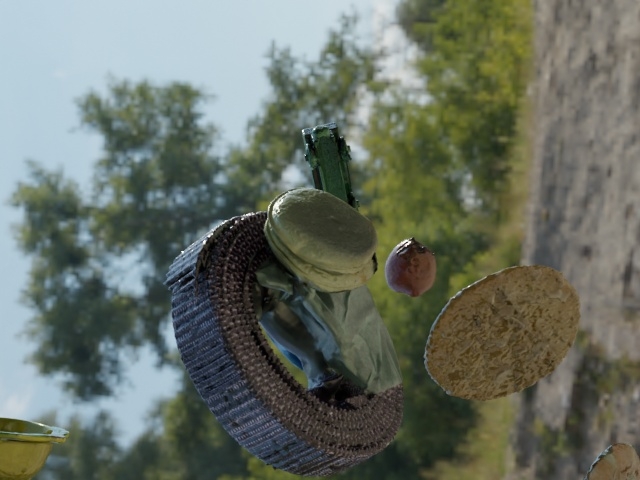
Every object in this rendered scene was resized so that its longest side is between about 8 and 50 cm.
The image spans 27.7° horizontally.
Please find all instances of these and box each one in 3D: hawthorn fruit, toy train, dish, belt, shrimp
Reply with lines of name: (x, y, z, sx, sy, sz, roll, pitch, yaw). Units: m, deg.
hawthorn fruit: (0.141, 0.036, 1.986, 0.081, 0.081, 0.093, -67, -10, -54)
toy train: (0.014, -0.097, 1.917, 0.099, 0.070, 0.172, -108, 6, -63)
dish: (-0.399, 0.262, 1.584, 0.149, 0.208, 0.080, 8, -92, -60)
belt: (-0.032, 0.120, 1.519, 0.325, 0.122, 0.260, 55, -139, -1)
shrimp: (0.315, 0.391, 1.570, 0.164, 0.062, 0.316, 34, -102, -46)

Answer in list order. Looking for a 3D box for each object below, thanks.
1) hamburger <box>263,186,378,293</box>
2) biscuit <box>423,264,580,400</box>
hamburger: (0.000, 0.000, 1.487, 0.133, 0.140, 0.062, -44, -18, -53)
biscuit: (0.234, 0.119, 1.651, 0.033, 0.220, 0.219, -120, 20, -51)
